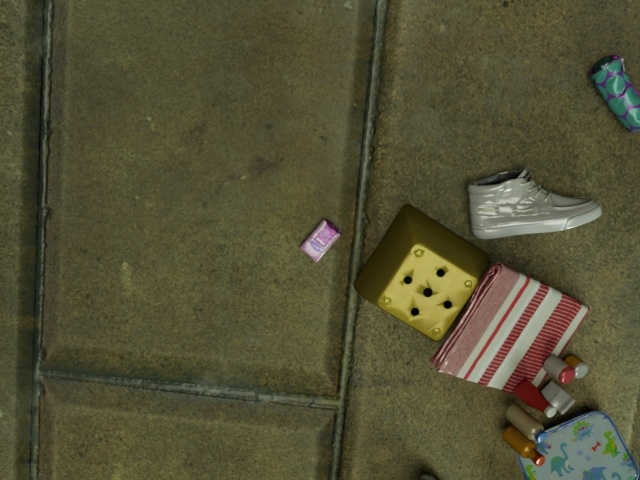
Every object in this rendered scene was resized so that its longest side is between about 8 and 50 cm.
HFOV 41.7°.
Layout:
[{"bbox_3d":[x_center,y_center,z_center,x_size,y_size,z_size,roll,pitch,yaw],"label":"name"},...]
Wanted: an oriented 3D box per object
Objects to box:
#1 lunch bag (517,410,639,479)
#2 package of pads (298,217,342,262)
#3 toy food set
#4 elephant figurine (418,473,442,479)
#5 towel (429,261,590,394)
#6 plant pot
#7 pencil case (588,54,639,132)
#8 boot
[{"bbox_3d":[0.529,0.461,1.733,0.219,0.090,0.176,-26,59,5],"label":"lunch bag"},{"bbox_3d":[0.000,0.000,1.733,0.050,0.032,0.083,40,100,-8],"label":"package of pads"},{"bbox_3d":[0.468,0.335,1.706,0.232,0.104,0.111,-46,126,-2],"label":"toy food set"},{"bbox_3d":[0.186,0.622,1.795,0.239,0.186,0.169,-44,139,19],"label":"elephant figurine"},{"bbox_3d":[0.381,0.185,1.659,0.329,0.037,0.237,22,104,-40],"label":"towel"},{"bbox_3d":[0.206,0.082,1.660,0.212,0.187,0.212,32,101,-4],"label":"plant pot"},{"bbox_3d":[0.590,-0.286,1.636,0.070,0.064,0.152,-32,99,33],"label":"pencil case"},{"bbox_3d":[0.421,-0.084,1.664,0.258,0.095,0.123,-10,107,5],"label":"boot"}]
